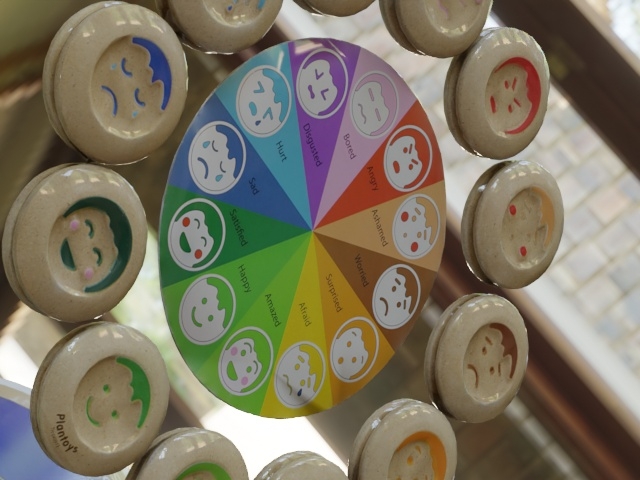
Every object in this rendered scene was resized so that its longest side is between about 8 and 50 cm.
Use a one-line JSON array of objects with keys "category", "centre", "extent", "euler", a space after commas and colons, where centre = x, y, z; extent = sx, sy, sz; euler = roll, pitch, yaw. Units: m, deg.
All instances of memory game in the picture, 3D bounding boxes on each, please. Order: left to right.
[{"category": "memory game", "centre": [0.000, 0.000, 0.466], "extent": [0.186, 0.186, 0.012], "euler": [-34, 29, -33]}]

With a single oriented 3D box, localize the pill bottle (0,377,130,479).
[{"category": "pill bottle", "centre": [-0.145, 0.141, 0.548], "extent": [0.153, 0.153, 0.265], "euler": [-43, 2, 12]}]
